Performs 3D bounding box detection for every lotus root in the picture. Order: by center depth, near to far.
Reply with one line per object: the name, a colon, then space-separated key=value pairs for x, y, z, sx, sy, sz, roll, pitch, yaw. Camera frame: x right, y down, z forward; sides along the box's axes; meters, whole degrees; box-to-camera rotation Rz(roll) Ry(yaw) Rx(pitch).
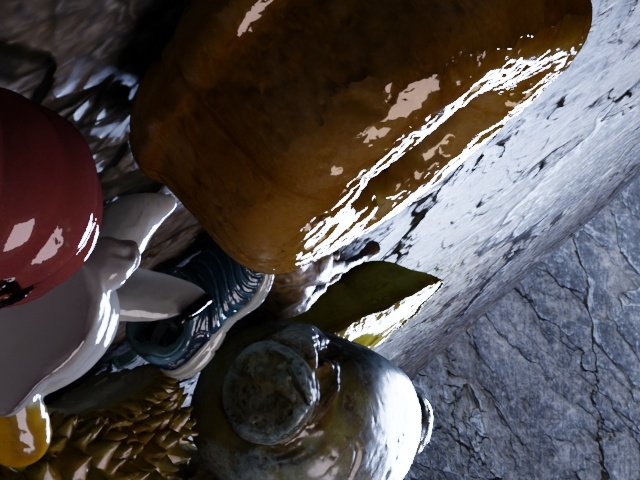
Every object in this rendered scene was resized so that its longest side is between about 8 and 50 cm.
lotus root: x=-0.002 y=0.161 z=1.138 sx=0.175 sy=0.175 sz=0.349 roll=-40 pitch=155 yaw=10

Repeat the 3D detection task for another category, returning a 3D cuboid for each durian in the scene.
durian: x=-0.188 y=0.181 z=0.983 sx=0.183 sy=0.138 sz=0.250 roll=-54 pitch=168 yaw=29

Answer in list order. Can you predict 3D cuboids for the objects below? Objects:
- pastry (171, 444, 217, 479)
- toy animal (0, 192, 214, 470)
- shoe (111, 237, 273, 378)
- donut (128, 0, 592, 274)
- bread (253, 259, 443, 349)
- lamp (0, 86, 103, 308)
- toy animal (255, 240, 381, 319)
pastry: x=-0.115 y=0.274 z=1.206 sx=0.284 sy=0.316 sz=0.184 roll=-46 pitch=153 yaw=-74
toy animal: x=-0.122 y=0.041 z=0.659 sx=0.127 sy=0.131 sz=0.181 roll=-16 pitch=178 yaw=-2
shoe: x=-0.087 y=0.038 z=0.905 sx=0.071 sy=0.064 sz=0.143 roll=9 pitch=130 yaw=-50
donut: x=0.020 y=-0.082 z=0.611 sx=0.226 sy=0.114 sz=0.226 roll=-37 pitch=171 yaw=-7
bread: x=0.003 y=0.091 z=1.324 sx=0.233 sy=0.088 sz=0.161 roll=-28 pitch=160 yaw=-30
lamp: x=-0.131 y=-0.014 z=0.462 sx=0.107 sy=0.092 sz=0.107 roll=-2 pitch=164 yaw=-1
toy animal: x=-0.007 y=0.006 z=1.035 sx=0.149 sy=0.054 sz=0.275 roll=-41 pitch=167 yaw=6
